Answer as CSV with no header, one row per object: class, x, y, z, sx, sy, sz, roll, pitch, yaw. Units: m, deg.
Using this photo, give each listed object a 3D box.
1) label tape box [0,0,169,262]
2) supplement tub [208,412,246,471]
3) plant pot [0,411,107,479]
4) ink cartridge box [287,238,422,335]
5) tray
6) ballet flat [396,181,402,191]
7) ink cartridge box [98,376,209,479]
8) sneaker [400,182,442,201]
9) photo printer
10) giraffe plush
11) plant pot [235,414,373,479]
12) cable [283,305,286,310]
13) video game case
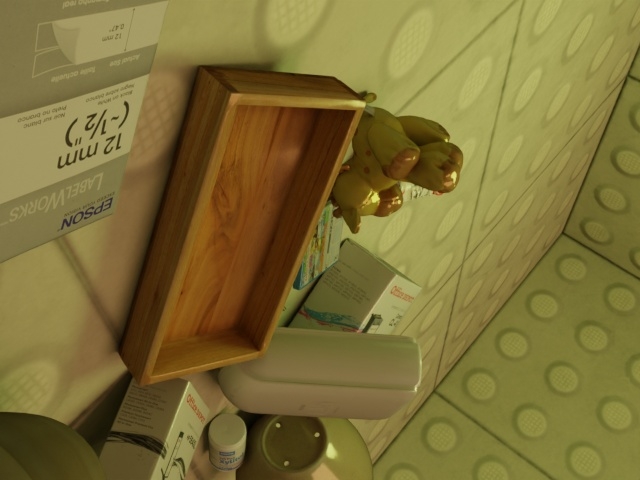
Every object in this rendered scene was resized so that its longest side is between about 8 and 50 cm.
label tape box,-0.258,-0.053,0.548,0.249,0.115,0.348,-34,154,-51
supplement tub,-0.174,0.378,1.423,0.071,0.071,0.107,-40,153,-33
plant pot,-0.341,0.286,0.713,0.323,0.323,0.280,-58,175,7
ink cartridge box,0.045,0.172,1.497,0.306,0.131,0.226,-55,158,3
tray,-0.107,-0.011,0.958,0.202,0.076,0.411,-6,129,-42
ballet flat,0.100,-0.112,1.299,0.079,0.077,0.221,-29,153,-10
ink cartridge box,-0.238,0.299,1.067,0.148,0.085,0.203,82,24,-61
sneaker,0.198,-0.109,1.479,0.161,0.075,0.057,-39,153,-35
photo printer,-0.014,0.221,1.250,0.256,0.307,0.107,112,-18,-65
giraffe plush,0.086,-0.100,1.140,0.170,0.210,0.181,-62,-178,29
plant pot,-0.041,0.428,1.501,0.284,0.284,0.191,-44,150,-25
cable,-0.112,0.033,1.123,0.139,0.072,0.287,-33,141,-9
video game case,0.000,0.000,1.233,0.166,0.015,0.119,-34,134,-63
